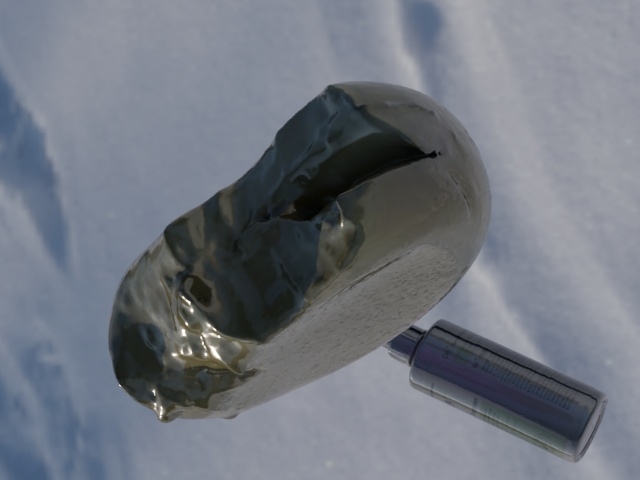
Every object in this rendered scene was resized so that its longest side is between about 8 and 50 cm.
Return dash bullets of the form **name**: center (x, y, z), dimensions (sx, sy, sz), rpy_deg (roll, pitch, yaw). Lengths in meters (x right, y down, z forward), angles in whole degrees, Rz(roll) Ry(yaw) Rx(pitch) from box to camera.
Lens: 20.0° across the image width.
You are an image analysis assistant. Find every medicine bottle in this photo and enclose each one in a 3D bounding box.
- **medicine bottle**: center (0.107, 0.096, 1.315), dimensions (0.199, 0.057, 0.058), rpy_deg (24, 119, 18)

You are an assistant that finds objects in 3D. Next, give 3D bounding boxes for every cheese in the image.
- **cheese**: center (0.000, 0.000, 0.864), dimensions (0.091, 0.175, 0.202), rpy_deg (60, 138, 17)
